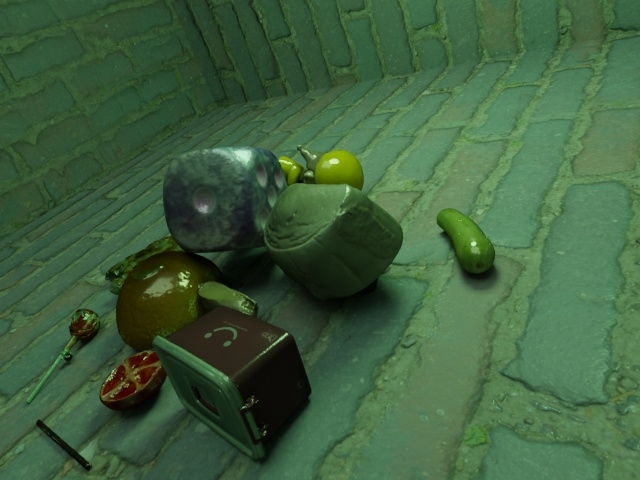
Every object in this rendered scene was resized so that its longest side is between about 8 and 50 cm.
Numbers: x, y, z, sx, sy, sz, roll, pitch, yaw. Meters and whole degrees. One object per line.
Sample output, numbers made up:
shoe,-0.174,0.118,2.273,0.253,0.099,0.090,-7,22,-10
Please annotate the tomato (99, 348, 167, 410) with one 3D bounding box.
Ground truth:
tomato,-0.405,0.319,1.039,0.155,0.069,0.156,-19,28,11

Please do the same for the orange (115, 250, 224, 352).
orange,-0.407,0.140,1.259,0.262,0.196,0.335,0,26,9

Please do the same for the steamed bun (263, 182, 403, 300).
steamed bun,-0.004,0.003,1.106,0.236,0.247,0.383,-58,27,-10

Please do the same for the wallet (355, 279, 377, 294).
wallet,0.103,0.088,1.144,0.088,0.026,0.129,-15,31,24

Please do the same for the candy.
candy,-0.701,0.306,1.260,0.077,0.084,0.288,-3,41,22

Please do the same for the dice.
dice,-0.255,-0.109,1.297,0.269,0.271,0.271,-4,2,18

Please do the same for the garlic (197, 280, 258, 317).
garlic,-0.220,0.168,1.140,0.195,0.102,0.087,15,49,39

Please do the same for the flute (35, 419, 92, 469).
flute,-0.559,0.437,1.001,0.269,0.014,0.014,6,39,40

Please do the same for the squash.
squash,0.342,-0.005,1.095,0.083,0.083,0.250,-17,28,6

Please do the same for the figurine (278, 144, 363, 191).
figurine,-0.031,-0.211,1.497,0.343,0.187,0.215,11,6,12

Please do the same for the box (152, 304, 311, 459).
box,-0.166,0.252,0.893,0.293,0.194,0.167,11,34,44

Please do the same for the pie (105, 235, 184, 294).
pie,-0.569,0.079,1.548,0.302,0.067,0.303,-17,29,10
